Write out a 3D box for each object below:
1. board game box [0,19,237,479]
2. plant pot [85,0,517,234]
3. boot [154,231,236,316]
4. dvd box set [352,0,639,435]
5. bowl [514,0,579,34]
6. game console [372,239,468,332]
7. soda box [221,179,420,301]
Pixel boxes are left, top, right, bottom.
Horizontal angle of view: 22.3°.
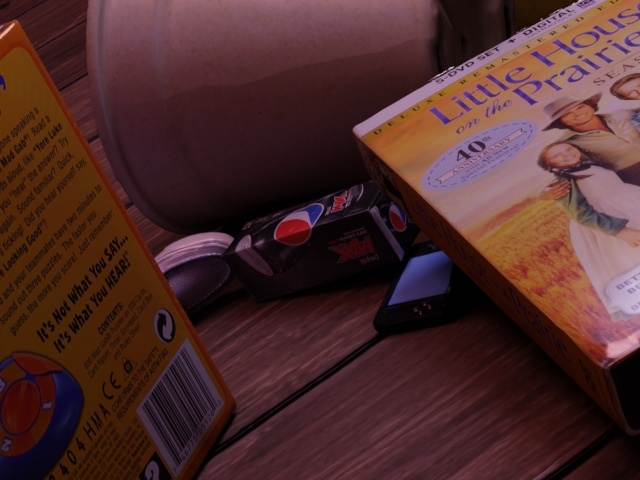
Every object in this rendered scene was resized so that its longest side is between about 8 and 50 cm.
[{"bbox_3d":[-0.345,0.114,1.163,0.356,0.356,0.356,-12,27,31],"label":"board game box"},{"bbox_3d":[0.005,-0.174,1.488,0.305,0.334,0.334,-1,33,26],"label":"plant pot"},{"bbox_3d":[-0.149,0.068,1.431,0.190,0.069,0.086,-31,30,12],"label":"boot"},{"bbox_3d":[0.232,-0.059,1.133,0.307,0.062,0.420,-29,30,-6],"label":"dvd box set"},{"bbox_3d":[0.123,-0.290,1.646,0.156,0.289,0.289,-45,23,7],"label":"bowl"},{"bbox_3d":[0.091,0.005,1.286,0.107,0.071,0.122,-13,27,28],"label":"game console"},{"bbox_3d":[0.000,0.000,1.384,0.169,0.060,0.053,-18,27,38],"label":"soda box"}]
